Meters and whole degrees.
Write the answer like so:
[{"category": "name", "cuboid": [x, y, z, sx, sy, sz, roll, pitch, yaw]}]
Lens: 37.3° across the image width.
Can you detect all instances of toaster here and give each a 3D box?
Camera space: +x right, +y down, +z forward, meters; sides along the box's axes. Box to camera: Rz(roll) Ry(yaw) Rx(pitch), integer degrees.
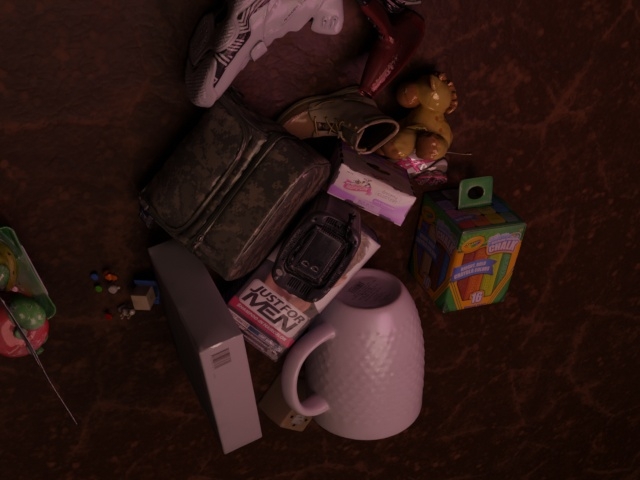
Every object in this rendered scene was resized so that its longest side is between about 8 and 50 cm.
[{"category": "toaster", "cuboid": [0.000, 0.000, 1.868, 0.129, 0.146, 0.227, 29, 115, -9]}]

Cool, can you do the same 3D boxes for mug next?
[{"category": "mug", "cuboid": [0.066, 0.259, 2.144, 0.374, 0.276, 0.327, -24, 129, -33]}]

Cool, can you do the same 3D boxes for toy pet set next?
[{"category": "toy pet set", "cuboid": [-0.395, 0.099, 1.954, 0.114, 0.065, 0.122, 2, 127, 13]}]

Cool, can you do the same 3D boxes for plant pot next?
[{"category": "plant pot", "cuboid": [-0.070, 0.402, 2.314, 0.109, 0.096, 0.109, 21, 110, -38]}]

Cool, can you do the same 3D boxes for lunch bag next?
[{"category": "lunch bag", "cuboid": [-0.171, -0.106, 1.797, 0.305, 0.256, 0.212, -52, 171, 13]}]

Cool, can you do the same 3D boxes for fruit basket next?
[{"category": "fruit basket", "cuboid": [-0.541, 0.119, 1.678, 0.165, 0.353, 0.327, -35, 134, -22]}]

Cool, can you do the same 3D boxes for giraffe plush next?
[{"category": "giraffe plush", "cuboid": [0.213, -0.261, 1.950, 0.210, 0.181, 0.170, -3, 103, -14]}]

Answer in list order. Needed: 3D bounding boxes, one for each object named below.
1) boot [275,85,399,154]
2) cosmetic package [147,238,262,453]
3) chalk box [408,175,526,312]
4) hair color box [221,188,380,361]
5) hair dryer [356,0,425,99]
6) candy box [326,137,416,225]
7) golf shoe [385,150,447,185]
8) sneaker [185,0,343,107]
[{"category": "boot", "cuboid": [0.030, -0.221, 1.859, 0.213, 0.165, 0.077, -22, 131, -13]}, {"category": "cosmetic package", "cuboid": [-0.231, 0.214, 1.919, 0.098, 0.284, 0.377, -24, 142, -16]}, {"category": "chalk box", "cuboid": [0.339, -0.010, 2.175, 0.180, 0.179, 0.288, -9, 127, -24]}, {"category": "hair color box", "cuboid": [-0.052, 0.072, 2.031, 0.174, 0.105, 0.347, 38, 101, -14]}, {"category": "hair dryer", "cuboid": [0.113, -0.414, 1.802, 0.224, 0.080, 0.293, -15, 120, -37]}, {"category": "candy box", "cuboid": [0.098, -0.122, 1.914, 0.165, 0.196, 0.070, 25, 109, -9]}, {"category": "golf shoe", "cuboid": [0.186, -0.167, 2.065, 0.186, 0.067, 0.085, 2, 82, -18]}, {"category": "sneaker", "cuboid": [-0.088, -0.382, 1.694, 0.210, 0.137, 0.365, 16, 111, -33]}]
